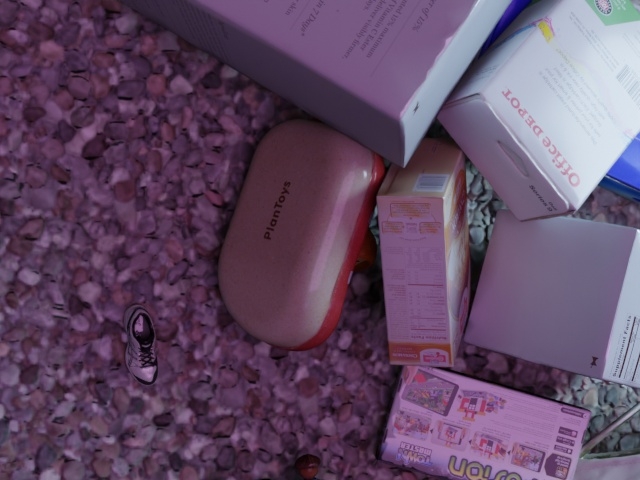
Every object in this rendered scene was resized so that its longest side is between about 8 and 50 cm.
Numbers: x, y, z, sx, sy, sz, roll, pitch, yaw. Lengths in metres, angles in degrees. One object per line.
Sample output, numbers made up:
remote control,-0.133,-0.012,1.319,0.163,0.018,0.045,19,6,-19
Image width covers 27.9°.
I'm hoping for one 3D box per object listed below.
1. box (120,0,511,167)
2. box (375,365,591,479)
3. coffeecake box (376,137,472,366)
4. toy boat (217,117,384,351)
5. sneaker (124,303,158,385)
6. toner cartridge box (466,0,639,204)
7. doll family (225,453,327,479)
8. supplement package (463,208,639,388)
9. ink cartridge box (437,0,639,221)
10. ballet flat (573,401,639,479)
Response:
box,-0.014,-0.257,1.170,0.345,0.168,0.215,32,82,10
box,0.172,0.206,1.371,0.207,0.036,0.114,16,89,-2
coffeecake box,0.106,0.010,1.278,0.068,0.142,0.185,2,118,14
toy boat,0.000,0.000,1.293,0.151,0.151,0.231,22,86,-48
sneaker,-0.178,0.106,1.278,0.032,0.037,0.083,-14,99,-19
toner cartridge box,0.313,-0.149,1.405,0.347,0.075,0.165,23,87,-18
doll family,-0.061,0.283,1.314,0.193,0.076,0.111,-12,93,-22
supplement package,0.297,0.069,1.324,0.203,0.194,0.149,16,88,-38
ink cartridge box,0.236,-0.145,1.270,0.154,0.093,0.212,48,64,-15
ballet flat,0.427,0.208,1.392,0.400,0.139,0.139,-23,102,8
